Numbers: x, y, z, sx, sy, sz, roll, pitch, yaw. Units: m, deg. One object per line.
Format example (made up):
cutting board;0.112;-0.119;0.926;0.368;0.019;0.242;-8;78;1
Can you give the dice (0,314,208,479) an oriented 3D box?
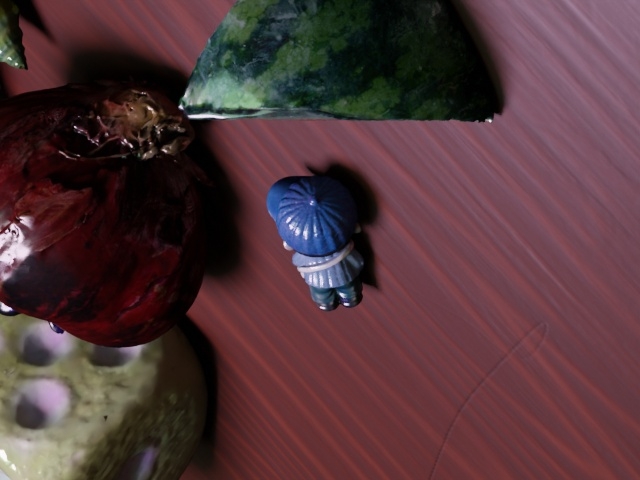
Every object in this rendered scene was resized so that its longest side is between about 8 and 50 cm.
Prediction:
dice;-0.285;0.180;1.796;0.249;0.254;0.252;36;148;23

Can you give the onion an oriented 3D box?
onion;-0.218;-0.014;1.547;0.221;0.281;0.281;-96;-12;-58

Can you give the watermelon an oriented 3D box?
watermelon;0.007;-0.106;1.210;0.202;0.207;0.136;68;175;-56

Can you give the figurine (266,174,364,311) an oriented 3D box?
figurine;0.000;0.006;1.412;0.077;0.079;0.136;-9;121;8

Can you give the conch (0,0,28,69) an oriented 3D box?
conch;-0.342;-0.244;1.585;0.201;0.079;0.095;62;165;13

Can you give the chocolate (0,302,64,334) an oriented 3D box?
chocolate;-0.354;-0.051;1.694;0.148;0.126;0.343;-30;96;24
